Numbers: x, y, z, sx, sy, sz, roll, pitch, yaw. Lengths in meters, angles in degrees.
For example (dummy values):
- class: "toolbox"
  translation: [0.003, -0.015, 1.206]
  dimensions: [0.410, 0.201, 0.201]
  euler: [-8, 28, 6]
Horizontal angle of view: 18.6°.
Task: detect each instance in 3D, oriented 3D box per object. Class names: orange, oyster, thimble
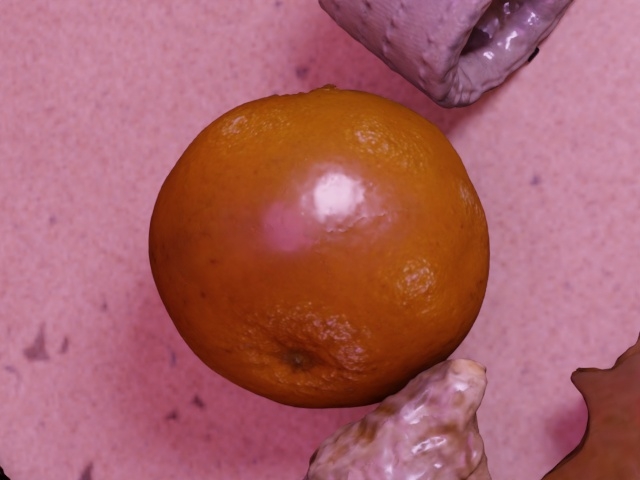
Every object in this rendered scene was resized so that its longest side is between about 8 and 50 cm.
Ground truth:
- class: "orange"
  translation: [0.000, 0.000, 0.872]
  dimensions: [0.154, 0.155, 0.134]
  euler: [-12, 51, 23]
- class: "oyster"
  translation: [-0.011, 0.208, 0.874]
  dimensions: [0.166, 0.110, 0.341]
  euler: [49, 126, 37]
- class: "thimble"
  translation: [0.061, -0.127, 0.873]
  dimensions: [0.115, 0.102, 0.090]
  euler: [-43, 70, -14]

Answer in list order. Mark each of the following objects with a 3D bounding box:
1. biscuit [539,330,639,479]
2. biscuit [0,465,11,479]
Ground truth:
- class: "biscuit"
  translation: [0.263, 0.179, 0.790]
  dimensions: [0.368, 0.076, 0.394]
  euler: [-32, 77, 18]
- class: "biscuit"
  translation: [-0.269, 0.195, 1.002]
  dimensions: [0.252, 0.106, 0.070]
  euler: [-35, 75, 18]
